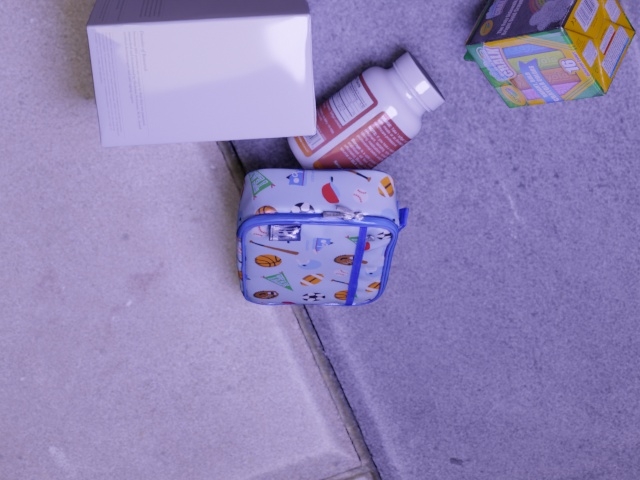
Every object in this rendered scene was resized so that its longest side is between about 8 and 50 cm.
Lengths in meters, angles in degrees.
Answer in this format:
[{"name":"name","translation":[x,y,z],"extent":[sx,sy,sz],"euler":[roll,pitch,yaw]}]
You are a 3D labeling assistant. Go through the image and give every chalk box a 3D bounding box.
[{"name":"chalk box","translation":[0.300,-0.276,1.638],"extent":[0.213,0.132,0.132],"euler":[-1,140,47]}]

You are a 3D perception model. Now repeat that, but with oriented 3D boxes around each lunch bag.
[{"name":"lunch bag","translation":[0.000,0.000,1.718],"extent":[0.243,0.114,0.303],"euler":[3,154,-3]}]

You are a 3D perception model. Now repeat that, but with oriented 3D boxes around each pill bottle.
[{"name":"pill bottle","translation":[0.068,-0.173,1.708],"extent":[0.216,0.121,0.121],"euler":[-36,114,13]}]

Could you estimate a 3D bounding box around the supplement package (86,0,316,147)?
[{"name":"supplement package","translation":[-0.158,-0.244,1.623],"extent":[0.293,0.177,0.175],"euler":[-4,116,-2]}]
